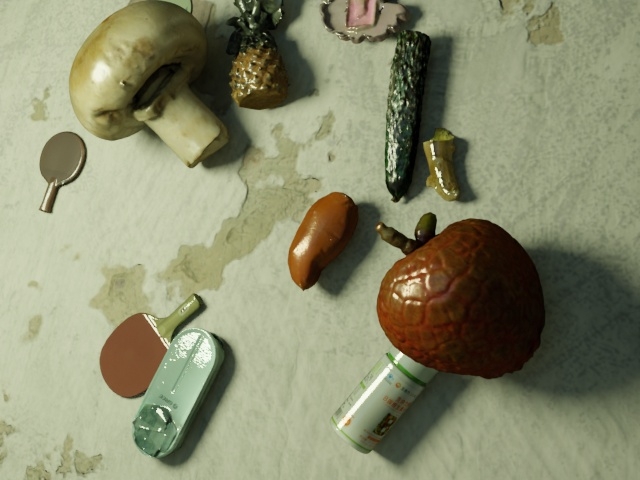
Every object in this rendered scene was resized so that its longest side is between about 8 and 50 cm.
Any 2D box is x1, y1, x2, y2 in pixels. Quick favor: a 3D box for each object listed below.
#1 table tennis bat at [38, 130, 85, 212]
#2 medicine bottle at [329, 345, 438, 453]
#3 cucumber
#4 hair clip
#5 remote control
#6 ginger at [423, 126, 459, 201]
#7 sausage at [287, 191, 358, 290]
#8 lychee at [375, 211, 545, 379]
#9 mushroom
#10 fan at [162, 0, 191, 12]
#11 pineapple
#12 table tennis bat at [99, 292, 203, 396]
[{"bbox_3d":[-0.545,-0.148,2.086,0.107,0.119,0.170,13,83,27],"label":"table tennis bat"},{"bbox_3d":[0.102,0.251,1.725,0.086,0.086,0.183,43,98,26],"label":"medicine bottle"},{"bbox_3d":[0.142,-0.210,1.818,0.067,0.067,0.294,4,81,25],"label":"cucumber"},{"bbox_3d":[0.080,-0.498,1.902,0.173,0.069,0.300,0,89,26],"label":"hair clip"},{"bbox_3d":[-0.253,0.272,1.901,0.104,0.052,0.247,29,92,28],"label":"remote control"},{"bbox_3d":[0.202,-0.129,1.786,0.057,0.044,0.137,-8,77,4],"label":"ginger"},{"bbox_3d":[0.000,0.000,1.826,0.089,0.089,0.179,30,87,27],"label":"sausage"},{"bbox_3d":[0.204,0.079,1.632,0.300,0.255,0.255,45,99,20],"label":"lychee"},{"bbox_3d":[-0.297,-0.270,1.932,0.292,0.292,0.290,-45,82,10],"label":"mushroom"},{"bbox_3d":[-0.291,-0.478,2.103,0.113,0.005,0.175,25,90,27],"label":"fan"},{"bbox_3d":[-0.115,-0.357,1.949,0.111,0.119,0.237,135,132,-60],"label":"pineapple"},{"bbox_3d":[-0.310,0.185,1.966,0.246,0.022,0.138,-41,66,14],"label":"table tennis bat"}]
